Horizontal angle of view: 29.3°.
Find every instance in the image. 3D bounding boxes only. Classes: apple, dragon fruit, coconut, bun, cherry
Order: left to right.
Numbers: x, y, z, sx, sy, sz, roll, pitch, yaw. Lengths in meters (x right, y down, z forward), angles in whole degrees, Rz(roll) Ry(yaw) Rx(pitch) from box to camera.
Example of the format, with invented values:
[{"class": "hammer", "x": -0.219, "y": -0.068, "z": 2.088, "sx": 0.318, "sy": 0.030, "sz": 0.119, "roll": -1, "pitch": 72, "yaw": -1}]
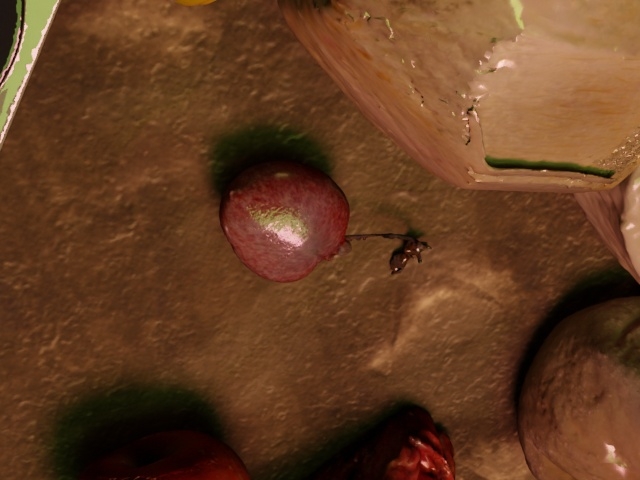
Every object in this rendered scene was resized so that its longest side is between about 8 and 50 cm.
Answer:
[{"class": "apple", "x": -0.145, "y": 0.267, "z": 1.133, "sx": 0.181, "sy": 0.181, "sz": 0.169, "roll": -9, "pitch": 96, "yaw": -11}, {"class": "cherry", "x": 0.000, "y": 0.000, "z": 1.084, "sx": 0.225, "sy": 0.090, "sz": 0.107, "roll": 29, "pitch": 96, "yaw": -37}, {"class": "dragon fruit", "x": 0.023, "y": 0.312, "z": 1.212, "sx": 0.240, "sy": 0.302, "sz": 0.330, "roll": 26, "pitch": 83, "yaw": 6}, {"class": "coconut", "x": 0.142, "y": -0.195, "z": 0.875, "sx": 0.352, "sy": 0.353, "sz": 0.353, "roll": -7, "pitch": 121, "yaw": -12}, {"class": "bun", "x": 0.338, "y": 0.185, "z": 1.215, "sx": 0.281, "sy": 0.205, "sz": 0.282, "roll": -6, "pitch": 119, "yaw": -12}]

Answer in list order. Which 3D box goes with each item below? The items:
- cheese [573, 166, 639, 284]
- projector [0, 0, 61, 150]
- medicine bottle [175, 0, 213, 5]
[{"class": "cheese", "x": 0.398, "y": -0.062, "z": 1.120, "sx": 0.332, "sy": 0.153, "sz": 0.292, "roll": -14, "pitch": 121, "yaw": -7}, {"class": "projector", "x": -0.323, "y": -0.186, "z": 0.874, "sx": 0.259, "sy": 0.079, "sz": 0.257, "roll": 23, "pitch": 112, "yaw": -15}, {"class": "medicine bottle", "x": -0.149, "y": -0.282, "z": 0.887, "sx": 0.095, "sy": 0.064, "sz": 0.260, "roll": -37, "pitch": 122, "yaw": 16}]
